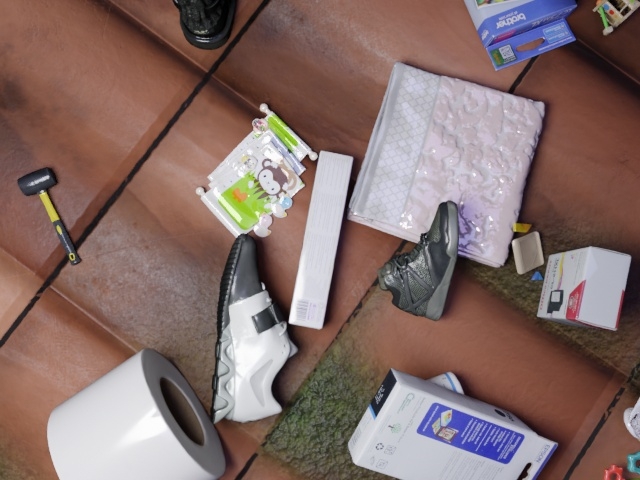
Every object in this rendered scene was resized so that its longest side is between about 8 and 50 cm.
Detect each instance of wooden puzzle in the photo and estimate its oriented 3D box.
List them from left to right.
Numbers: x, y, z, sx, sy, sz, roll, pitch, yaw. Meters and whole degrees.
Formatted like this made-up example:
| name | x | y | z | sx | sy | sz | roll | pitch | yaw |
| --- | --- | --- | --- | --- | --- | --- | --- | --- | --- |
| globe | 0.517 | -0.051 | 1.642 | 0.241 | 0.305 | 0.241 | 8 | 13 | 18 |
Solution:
| name | x | y | z | sx | sy | sz | roll | pitch | yaw |
| --- | --- | --- | --- | --- | --- | --- | --- | --- | --- |
| wooden puzzle | 0.392 | 0.022 | 1.065 | 0.078 | 0.014 | 0.116 | -8 | 93 | -31 |

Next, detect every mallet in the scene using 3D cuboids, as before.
| name | x | y | z | sx | sy | sz | roll | pitch | yaw |
| --- | --- | --- | --- | --- | --- | --- | --- | --- | --- |
| mallet | -0.487 | -0.047 | 1.045 | 0.062 | 0.039 | 0.190 | -33 | 91 | -7 |

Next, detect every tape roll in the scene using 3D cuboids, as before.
| name | x | y | z | sx | sy | sz | roll | pitch | yaw |
| --- | --- | --- | --- | --- | --- | --- | --- | --- | --- |
| tape roll | -0.290 | 0.322 | 0.910 | 0.169 | 0.246 | 0.246 | -33 | 87 | -6 |

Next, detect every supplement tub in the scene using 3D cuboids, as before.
| name | x | y | z | sx | sy | sz | roll | pitch | yaw |
| --- | --- | --- | --- | --- | --- | --- | --- | --- | --- |
| supplement tub | 0.202 | 0.288 | 1.019 | 0.107 | 0.071 | 0.071 | -19 | 86 | -5 |

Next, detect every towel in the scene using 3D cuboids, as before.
| name | x | y | z | sx | sy | sz | roll | pitch | yaw |
| --- | --- | --- | --- | --- | --- | --- | --- | --- | --- |
| towel | 0.244 | -0.150 | 1.073 | 0.316 | 0.053 | 0.332 | 17 | 85 | -1 |

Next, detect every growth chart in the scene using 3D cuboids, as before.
| name | x | y | z | sx | sy | sz | roll | pitch | yaw |
| --- | --- | --- | --- | --- | --- | --- | --- | --- | --- |
| growth chart | -0.117 | -0.120 | 1.071 | 0.172 | 0.021 | 0.237 | 39 | 85 | 1 |

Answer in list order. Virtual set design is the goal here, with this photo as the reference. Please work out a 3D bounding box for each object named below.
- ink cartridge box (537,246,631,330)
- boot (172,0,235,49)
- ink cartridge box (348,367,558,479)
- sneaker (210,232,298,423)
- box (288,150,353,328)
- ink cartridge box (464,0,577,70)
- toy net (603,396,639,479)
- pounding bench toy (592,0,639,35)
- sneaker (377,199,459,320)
| name | x | y | z | sx | sy | sz | roll | pitch | yaw |
| --- | --- | --- | --- | --- | --- | --- | --- | --- | --- |
| ink cartridge box | 0.461 | 0.087 | 0.997 | 0.072 | 0.175 | 0.128 | 14 | 84 | 2 |
| boot | -0.205 | -0.540 | 0.987 | 0.131 | 0.260 | 0.348 | -2 | 85 | -2 |
| ink cartridge box | 0.230 | 0.352 | 0.973 | 0.332 | 0.065 | 0.165 | 25 | 101 | -15 |
| sneaker | -0.113 | 0.154 | 1.007 | 0.146 | 0.122 | 0.331 | 4 | 87 | -15 |
| box | 0.000 | 0.000 | 1.042 | 0.067 | 0.063 | 0.324 | 10 | 84 | -3 |
| ink cartridge box | 0.374 | -0.514 | 1.110 | 0.185 | 0.065 | 0.311 | -21 | 87 | -4 |
| toy net | 0.579 | 0.393 | 1.040 | 0.122 | 0.045 | 0.232 | 6 | 83 | 0 |
| pounding bench toy | 0.577 | -0.458 | 1.115 | 0.083 | 0.052 | 0.065 | -43 | 87 | -5 |
| sneaker | 0.175 | 0.032 | 1.007 | 0.130 | 0.087 | 0.228 | 11 | 116 | 3 |
